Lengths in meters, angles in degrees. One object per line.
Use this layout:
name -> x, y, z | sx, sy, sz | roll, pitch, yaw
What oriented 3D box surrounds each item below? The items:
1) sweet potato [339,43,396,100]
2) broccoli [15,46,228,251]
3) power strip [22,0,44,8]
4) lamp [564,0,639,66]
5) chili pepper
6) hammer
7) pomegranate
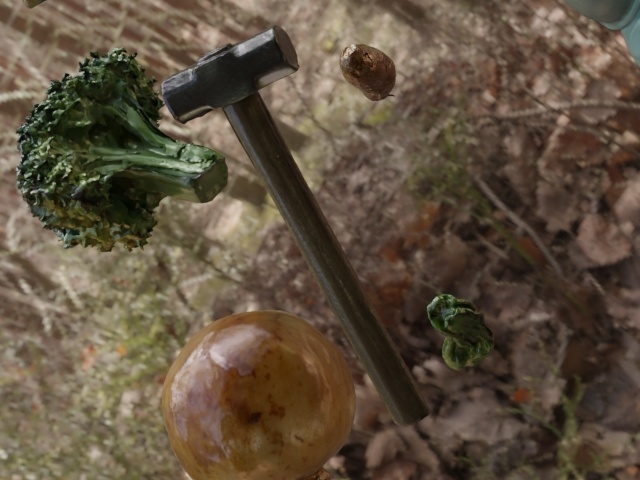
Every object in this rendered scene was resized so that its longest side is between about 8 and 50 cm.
sweet potato -> 0.062, -0.190, 1.471 | 0.056, 0.195, 0.056 | -3, 79, 14
broccoli -> -0.175, -0.074, 1.168 | 0.194, 0.220, 0.194 | 13, 117, 27
power strip -> -0.233, -0.224, 0.954 | 0.032, 0.123, 0.056 | -32, 76, -8
lamp -> 0.281, -0.276, 1.147 | 0.147, 0.209, 0.284 | -31, 72, -11
chili pepper -> 0.091, 0.061, 0.814 | 0.034, 0.091, 0.030 | 28, 73, 24
hammer -> 0.000, 0.000, 1.071 | 0.111, 0.365, 0.043 | -24, 15, 17
pomegranate -> -0.068, 0.195, 1.484 | 0.248, 0.248, 0.248 | -21, 57, 36
